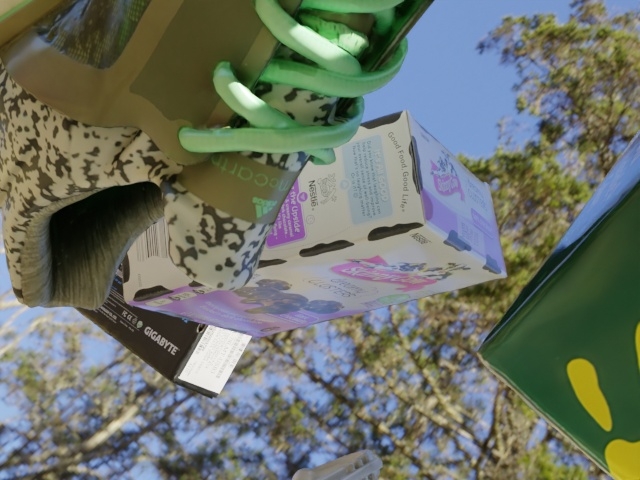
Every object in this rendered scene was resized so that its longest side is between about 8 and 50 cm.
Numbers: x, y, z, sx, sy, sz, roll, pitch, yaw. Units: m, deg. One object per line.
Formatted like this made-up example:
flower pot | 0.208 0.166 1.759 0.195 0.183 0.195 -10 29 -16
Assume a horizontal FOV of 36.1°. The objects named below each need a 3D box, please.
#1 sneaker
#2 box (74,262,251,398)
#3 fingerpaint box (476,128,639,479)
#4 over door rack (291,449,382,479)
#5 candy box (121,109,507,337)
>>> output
sneaker | -0.016 -0.076 0.380 0.410 0.158 0.182 -25 -112 45
box | -0.138 -0.034 1.003 0.295 0.293 0.073 26 -6 42
fingerpaint box | 0.293 -0.104 0.423 0.163 0.445 0.371 42 -59 9
over door rack | -0.017 0.245 0.445 0.108 0.324 0.239 -26 -98 20
candy box | 0.000 0.000 0.626 0.196 0.165 0.070 -15 -109 23
